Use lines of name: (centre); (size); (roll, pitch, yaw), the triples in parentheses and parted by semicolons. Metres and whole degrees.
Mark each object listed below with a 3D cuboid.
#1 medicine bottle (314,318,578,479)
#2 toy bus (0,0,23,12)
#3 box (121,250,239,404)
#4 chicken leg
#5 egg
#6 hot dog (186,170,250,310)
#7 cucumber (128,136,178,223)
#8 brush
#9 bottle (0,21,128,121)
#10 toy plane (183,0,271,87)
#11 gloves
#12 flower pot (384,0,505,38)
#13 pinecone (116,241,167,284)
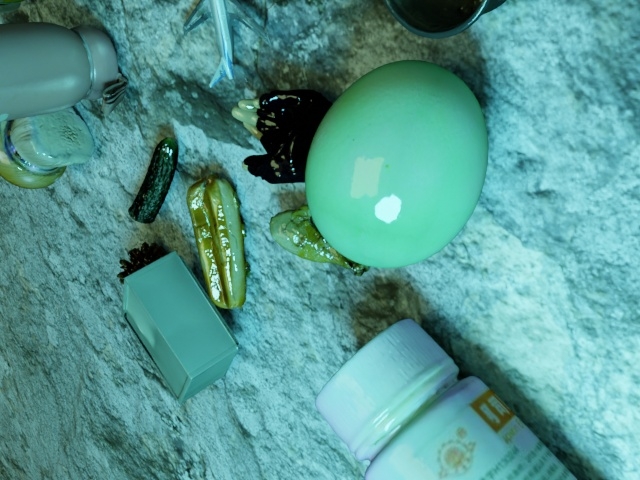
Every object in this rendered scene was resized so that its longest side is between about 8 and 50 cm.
medicine bottle: (0.186, 0.311, 1.058); (0.388, 0.219, 0.219); (46, 134, 20)
toy bus: (-0.682, -0.602, 1.559); (0.165, 0.134, 0.276); (-32, 84, 47)
box: (-0.271, 0.172, 1.480); (0.225, 0.117, 0.225); (54, 154, 11)
chicken leg: (0.000, 0.000, 1.216); (0.178, 0.070, 0.093); (32, 123, 21)
egg: (0.095, -0.092, 0.959); (0.220, 0.220, 0.269); (42, 128, 23)
hot dog: (-0.178, 0.006, 1.386); (0.109, 0.072, 0.269); (6, 111, 45)
cucumber: (-0.313, -0.118, 1.473); (0.214, 0.058, 0.052); (-57, 33, 40)
brush: (-0.606, -0.252, 1.637); (0.166, 0.174, 0.266); (-29, 71, 35)
bottle: (-0.518, -0.303, 1.416); (0.206, 0.297, 0.173); (52, 135, 21)
toy plane: (-0.157, -0.357, 1.208); (0.226, 0.058, 0.226); (19, 118, 42)
gloves: (-0.060, -0.163, 1.164); (0.164, 0.124, 0.203); (-60, 34, 11)
flower pot: (0.157, -0.316, 0.881); (0.158, 0.107, 0.157); (17, 116, 38)
pinecone: (-0.359, 0.057, 1.579); (0.109, 0.102, 0.102); (-38, 79, 19)
